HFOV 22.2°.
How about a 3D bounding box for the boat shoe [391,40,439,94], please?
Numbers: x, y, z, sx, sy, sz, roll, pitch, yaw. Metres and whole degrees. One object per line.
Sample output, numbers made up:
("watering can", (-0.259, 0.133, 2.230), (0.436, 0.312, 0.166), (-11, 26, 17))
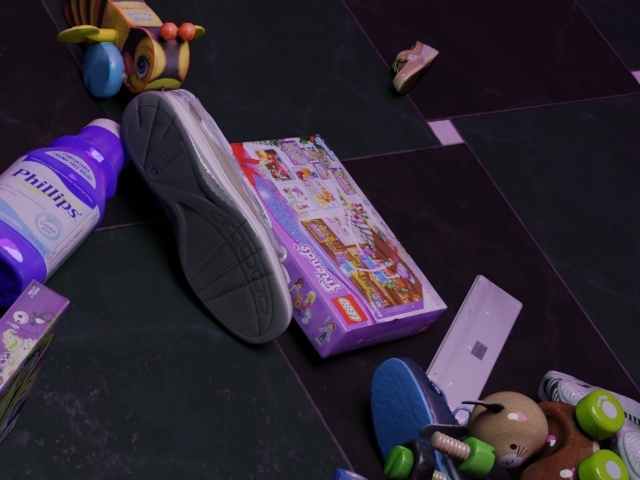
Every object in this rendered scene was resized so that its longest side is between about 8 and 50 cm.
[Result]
("boat shoe", (0.126, -0.250, 2.340), (0.045, 0.050, 0.135), (35, 31, 5))

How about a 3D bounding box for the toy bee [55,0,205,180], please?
("toy bee", (-0.209, -0.235, 2.015), (0.298, 0.162, 0.195), (45, 40, 12))

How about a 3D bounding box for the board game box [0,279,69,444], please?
("board game box", (-0.348, 0.208, 1.465), (0.056, 0.208, 0.347), (34, 40, -2))

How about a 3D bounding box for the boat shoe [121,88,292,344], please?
("boat shoe", (-0.116, -0.033, 1.891), (0.320, 0.118, 0.103), (59, 31, 6))

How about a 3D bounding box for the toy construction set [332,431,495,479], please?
("toy construction set", (0.116, 0.378, 1.613), (0.237, 0.257, 0.309), (25, 68, -23))

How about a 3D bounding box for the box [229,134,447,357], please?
("box", (0.000, 0.000, 1.991), (0.201, 0.057, 0.293), (-9, 56, -49))

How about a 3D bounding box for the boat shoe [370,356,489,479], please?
("boat shoe", (0.135, 0.254, 1.846), (0.089, 0.109, 0.258), (-6, 71, -46))

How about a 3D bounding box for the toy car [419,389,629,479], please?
("toy car", (0.208, 0.222, 1.751), (0.188, 0.155, 0.149), (24, 48, -24))

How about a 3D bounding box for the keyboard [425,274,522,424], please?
("keyboard", (0.190, 0.134, 2.047), (0.072, 0.014, 0.256), (39, 41, -4))

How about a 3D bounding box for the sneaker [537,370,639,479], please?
("sneaker", (0.311, 0.292, 1.890), (0.137, 0.210, 0.366), (21, 8, -16))

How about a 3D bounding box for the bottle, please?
("bottle", (-0.302, -0.042, 1.818), (0.118, 0.092, 0.283), (37, 41, 0))
